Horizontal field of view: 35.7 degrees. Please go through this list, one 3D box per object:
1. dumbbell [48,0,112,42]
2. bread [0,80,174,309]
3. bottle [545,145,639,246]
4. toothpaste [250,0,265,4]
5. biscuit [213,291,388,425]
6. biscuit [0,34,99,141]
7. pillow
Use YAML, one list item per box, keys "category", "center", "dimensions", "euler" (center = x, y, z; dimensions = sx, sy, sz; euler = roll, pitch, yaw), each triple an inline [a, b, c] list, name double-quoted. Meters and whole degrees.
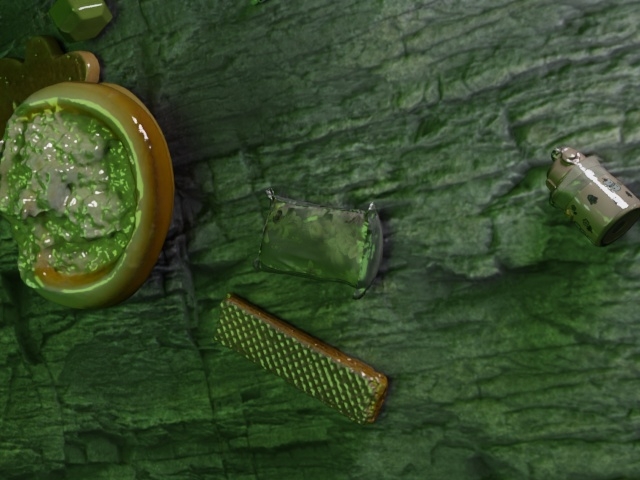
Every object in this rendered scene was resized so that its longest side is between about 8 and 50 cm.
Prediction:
- category: "dumbbell"
  center: [-0.527, -0.541, 1.987]
  dimensions: [0.301, 0.121, 0.108]
  euler: [60, 149, 12]
- category: "bread"
  center: [-0.443, -0.088, 1.887]
  dimensions: [0.329, 0.245, 0.423]
  euler: [-1, 98, -6]
- category: "bottle"
  center: [0.390, -0.070, 1.465]
  dimensions: [0.152, 0.099, 0.099]
  euler: [50, 118, 26]
- category: "toothpaste"
  center: [-0.072, -0.457, 1.756]
  dimensions: [0.140, 0.021, 0.037]
  euler: [-31, 78, 29]
- category: "biscuit"
  center: [-0.046, 0.207, 1.789]
  dimensions: [0.379, 0.054, 0.094]
  euler: [27, 108, 28]
- category: "biscuit"
  center: [-0.589, -0.286, 2.086]
  dimensions: [0.355, 0.052, 0.275]
  euler: [-7, 91, 34]
- category: "pillow"
  center: [0.000, 0.000, 1.737]
  dimensions: [0.255, 0.059, 0.169]
  euler: [12, 101, 33]
